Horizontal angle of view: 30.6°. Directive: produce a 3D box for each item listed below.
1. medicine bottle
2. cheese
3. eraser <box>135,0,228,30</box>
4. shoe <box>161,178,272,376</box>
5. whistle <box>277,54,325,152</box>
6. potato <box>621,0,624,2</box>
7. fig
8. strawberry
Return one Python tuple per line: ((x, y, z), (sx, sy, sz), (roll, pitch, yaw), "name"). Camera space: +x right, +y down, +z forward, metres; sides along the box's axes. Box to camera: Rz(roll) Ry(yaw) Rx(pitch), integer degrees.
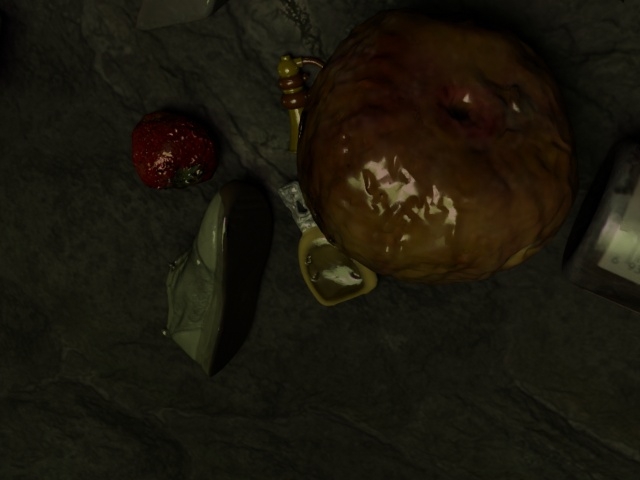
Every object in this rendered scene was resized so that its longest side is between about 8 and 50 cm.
((0.399, 0.018, 1.186), (0.273, 0.165, 0.165), (23, 123, 3), "medicine bottle")
((0.000, 0.000, 1.387), (0.086, 0.036, 0.162), (-19, 111, 26), "cheese")
((-0.085, -0.360, 1.166), (0.077, 0.111, 0.353), (26, 123, 0), "eraser")
((-0.133, 0.039, 1.420), (0.098, 0.103, 0.275), (26, 123, 17), "shoe")
((-0.017, -0.154, 1.303), (0.057, 0.046, 0.109), (6, 115, 32), "whistle")
((0.268, -0.304, 1.089), (0.089, 0.101, 0.172), (25, 127, 10), "potato")
((0.093, -0.052, 1.226), (0.286, 0.286, 0.369), (30, 147, 1), "fig")
((-0.170, -0.106, 1.355), (0.106, 0.106, 0.106), (8, 121, 14), "strawberry")
